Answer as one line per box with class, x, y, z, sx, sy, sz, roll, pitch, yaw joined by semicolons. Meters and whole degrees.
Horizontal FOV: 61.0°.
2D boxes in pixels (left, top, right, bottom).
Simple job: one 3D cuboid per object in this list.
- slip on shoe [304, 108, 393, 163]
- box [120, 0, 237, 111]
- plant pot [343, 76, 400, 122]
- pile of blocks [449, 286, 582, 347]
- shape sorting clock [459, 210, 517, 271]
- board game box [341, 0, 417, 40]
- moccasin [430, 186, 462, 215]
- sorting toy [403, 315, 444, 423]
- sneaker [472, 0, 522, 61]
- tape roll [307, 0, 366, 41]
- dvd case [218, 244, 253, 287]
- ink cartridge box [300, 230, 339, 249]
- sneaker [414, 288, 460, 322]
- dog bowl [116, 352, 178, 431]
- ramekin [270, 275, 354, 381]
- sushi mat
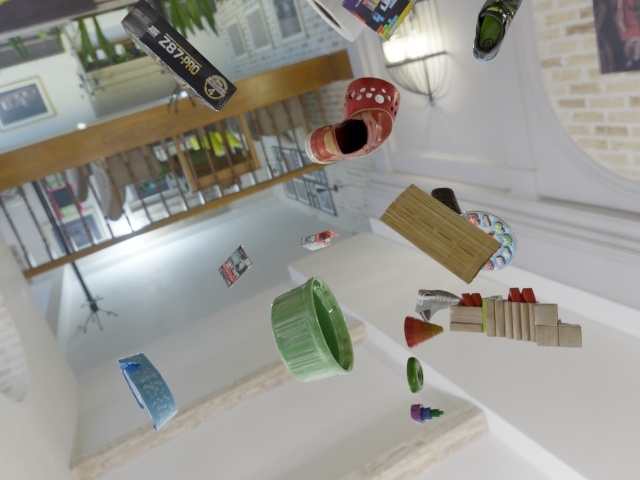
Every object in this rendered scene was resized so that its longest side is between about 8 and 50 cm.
slip on shoe;0.100;-0.280;1.435;0.101;0.123;0.331;-7;-166;44
box;-0.407;-0.514;1.553;0.097;0.318;0.395;-50;-158;1
plant pot;0.167;-0.433;1.856;0.191;0.191;0.174;-2;-117;35
pile of blocks;0.442;0.159;1.229;0.148;0.113;0.362;-2;180;-28
shape sorting clock;0.466;0.006;1.577;0.206;0.206;0.040;0;-153;40
board game box;0.154;-0.583;1.272;0.170;0.141;0.048;-51;-164;28
moccasin;0.473;-0.051;2.065;0.139;0.147;0.380;-7;-145;3
sorting toy;0.364;0.427;1.835;0.126;0.127;0.366;-11;-116;24
sneaker;0.326;-0.420;0.983;0.067;0.188;0.078;19;-162;11
tape roll;0.072;-0.777;1.712;0.169;0.246;0.246;-46;-164;10
dvd case;-0.280;0.087;1.790;0.119;0.013;0.087;-47;-123;15
ink cartridge box;0.000;0.000;1.743;0.115;0.029;0.062;-15;157;33
sneaker;0.471;0.274;2.234;0.228;0.132;0.086;9;-167;-31
dog bowl;-0.485;0.413;1.526;0.074;0.166;0.297;-27;-157;-26
ramekin;-0.027;0.273;1.626;0.148;0.304;0.303;-22;-162;13
sushi mat;0.321;-0.025;1.481;0.151;0.019;0.316;-45;-118;-10
